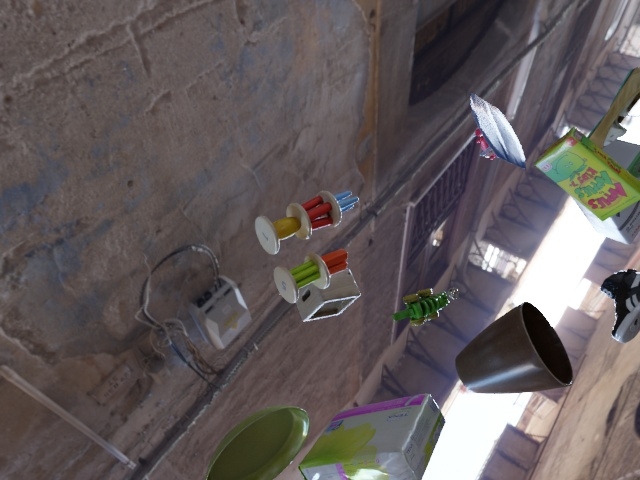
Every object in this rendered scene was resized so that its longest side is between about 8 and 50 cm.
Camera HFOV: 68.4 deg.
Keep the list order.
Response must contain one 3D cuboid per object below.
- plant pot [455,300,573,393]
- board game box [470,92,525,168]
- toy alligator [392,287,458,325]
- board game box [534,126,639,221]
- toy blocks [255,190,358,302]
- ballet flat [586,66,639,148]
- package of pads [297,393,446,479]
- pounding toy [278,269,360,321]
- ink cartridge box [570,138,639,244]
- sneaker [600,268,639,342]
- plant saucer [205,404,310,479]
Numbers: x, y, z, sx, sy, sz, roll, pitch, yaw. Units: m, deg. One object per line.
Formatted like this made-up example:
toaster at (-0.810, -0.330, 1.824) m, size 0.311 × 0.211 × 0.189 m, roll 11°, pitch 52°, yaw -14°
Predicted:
plant pot at (0.469, 0.299, 1.198) m, size 0.230 × 0.215 × 0.215 m, roll -35°, pitch -139°, yaw 34°
board game box at (0.305, -0.187, 0.842) m, size 0.169 × 0.033 × 0.133 m, roll 6°, pitch -118°, yaw -44°
toy alligator at (0.220, 0.120, 0.911) m, size 0.190 × 0.051 × 0.056 m, roll -14°, pitch -93°, yaw -34°
board game box at (0.531, -0.129, 0.933) m, size 0.181 × 0.092 × 0.043 m, roll 40°, pitch -130°, yaw 0°
toy blocks at (0.000, 0.000, 0.636) m, size 0.148 × 0.123 × 0.054 m, roll -25°, pitch -171°, yaw -29°
ballet flat at (0.718, -0.295, 1.132) m, size 0.080 × 0.232 × 0.073 m, roll -13°, pitch -136°, yaw -43°
package of pads at (0.117, 0.473, 1.085) m, size 0.297 × 0.101 × 0.229 m, roll -26°, pitch -177°, yaw 33°
pounding toy at (-0.006, 0.129, 1.141) m, size 0.130 × 0.141 × 0.100 m, roll -5°, pitch -120°, yaw -34°
ink cartridge box at (0.929, -0.147, 1.466) m, size 0.211 × 0.289 × 0.121 m, roll -57°, pitch -141°, yaw 3°
sneaker at (0.772, 0.164, 1.216) m, size 0.217 × 0.079 × 0.121 m, roll -43°, pitch -145°, yaw -19°
plant saucer at (-0.128, 0.419, 0.947) m, size 0.241 × 0.241 × 0.037 m, roll -33°, pitch -133°, yaw -21°
